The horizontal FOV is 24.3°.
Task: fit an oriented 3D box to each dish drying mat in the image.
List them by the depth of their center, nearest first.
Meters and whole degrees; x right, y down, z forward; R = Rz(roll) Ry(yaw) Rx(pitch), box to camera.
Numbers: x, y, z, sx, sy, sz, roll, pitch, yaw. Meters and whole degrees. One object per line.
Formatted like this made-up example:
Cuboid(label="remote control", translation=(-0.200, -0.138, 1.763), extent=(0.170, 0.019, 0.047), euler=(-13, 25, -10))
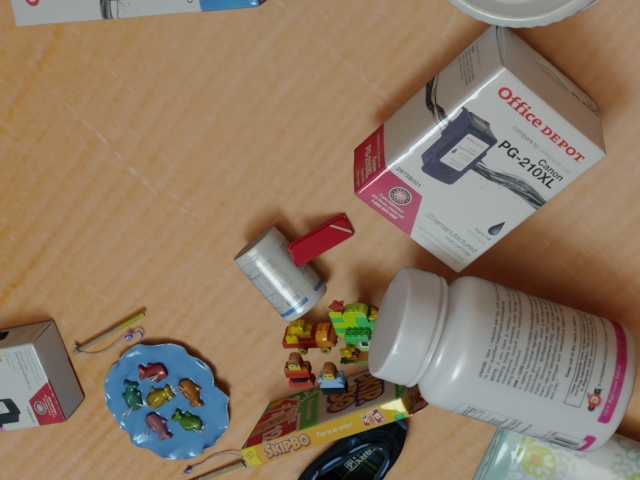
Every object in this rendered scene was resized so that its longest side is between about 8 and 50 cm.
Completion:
Cuboid(label="dish drying mat", translation=(0.000, 0.000, 1.838), extent=(0.083, 0.008, 0.032), euler=(-30, 107, -12))

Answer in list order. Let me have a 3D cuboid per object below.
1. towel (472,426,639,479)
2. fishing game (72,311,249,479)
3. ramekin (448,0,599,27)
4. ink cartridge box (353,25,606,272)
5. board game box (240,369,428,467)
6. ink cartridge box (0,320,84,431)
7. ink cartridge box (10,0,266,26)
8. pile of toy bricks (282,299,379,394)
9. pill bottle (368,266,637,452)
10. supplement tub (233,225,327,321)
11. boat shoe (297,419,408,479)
Cuboid(label="towel", translation=(0.331, 0.403, 1.911), extent=(0.321, 0.090, 0.374), euler=(21, 118, 4))
Cuboid(label="fishing game", translation=(-0.211, 0.225, 2.019), extent=(0.189, 0.041, 0.264), euler=(-24, 106, 28))
Cuboid(label="ramekin", translation=(0.216, -0.350, 1.569), extent=(0.273, 0.127, 0.272), euler=(6, 115, 14))
Cuboid(label="ink cartridge box", translation=(0.179, -0.102, 1.688), extent=(0.172, 0.100, 0.237), euler=(36, 121, -23))
Cuboid(label="board game box", translation=(0.029, 0.212, 1.889), extent=(0.259, 0.124, 0.039), euler=(-19, 107, 24))
Cuboid(label="ink cartridge box", translation=(-0.434, 0.194, 2.052), extent=(0.175, 0.072, 0.127), euler=(-11, 111, 21))
Cuboid(label="ink cartridge box", translation=(-0.212, -0.374, 1.688), extent=(0.307, 0.129, 0.223), euler=(-2, 114, 18))
Cuboid(label="pile of toy bricks", translation=(0.042, 0.112, 1.834), extent=(0.212, 0.118, 0.105), euler=(-4, 132, 17))
Cuboid(label="pill bottle", translation=(0.210, 0.135, 1.740), extent=(0.283, 0.160, 0.160), euler=(18, 119, -10))
Cuboid(label="supplement tub", translation=(-0.049, 0.042, 1.865), extent=(0.071, 0.071, 0.107), euler=(-35, 99, 27))
Cuboid(label="boat shoe", translation=(0.015, 0.325, 1.966), extent=(0.109, 0.089, 0.258), euler=(30, 119, 2))
